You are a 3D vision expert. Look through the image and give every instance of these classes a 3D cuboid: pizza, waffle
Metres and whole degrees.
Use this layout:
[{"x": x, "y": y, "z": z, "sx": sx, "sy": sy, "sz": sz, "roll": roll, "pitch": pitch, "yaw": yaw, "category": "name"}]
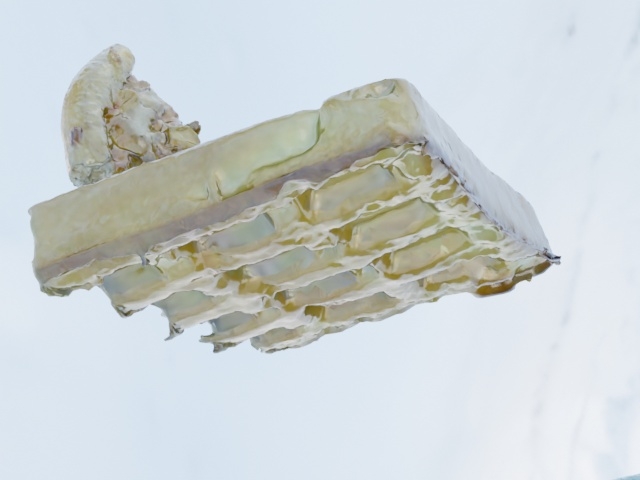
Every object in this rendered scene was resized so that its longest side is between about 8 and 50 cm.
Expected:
[{"x": -0.158, "y": -0.091, "z": 1.119, "sx": 0.161, "sy": 0.182, "sz": 0.062, "roll": 38, "pitch": 122, "yaw": -11, "category": "pizza"}, {"x": 0.000, "y": 0.000, "z": 0.958, "sx": 0.304, "sy": 0.348, "sz": 0.077, "roll": -19, "pitch": 68, "yaw": 20, "category": "waffle"}]

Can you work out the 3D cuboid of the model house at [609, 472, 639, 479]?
[{"x": 0.153, "y": 0.321, "z": 0.966, "sx": 0.249, "sy": 0.281, "sz": 0.230, "roll": -29, "pitch": 70, "yaw": 31, "category": "model house"}]
